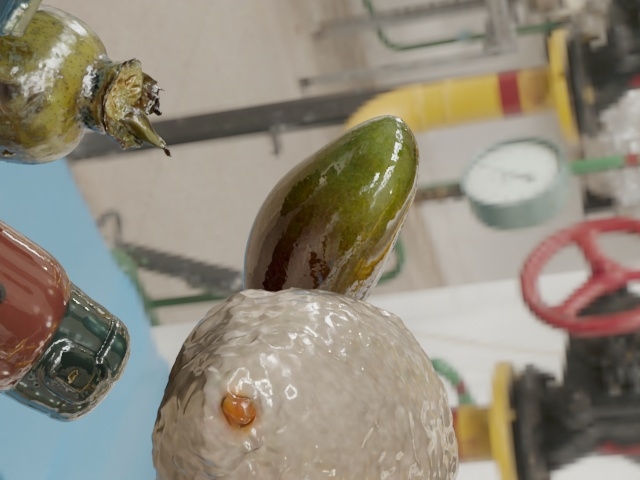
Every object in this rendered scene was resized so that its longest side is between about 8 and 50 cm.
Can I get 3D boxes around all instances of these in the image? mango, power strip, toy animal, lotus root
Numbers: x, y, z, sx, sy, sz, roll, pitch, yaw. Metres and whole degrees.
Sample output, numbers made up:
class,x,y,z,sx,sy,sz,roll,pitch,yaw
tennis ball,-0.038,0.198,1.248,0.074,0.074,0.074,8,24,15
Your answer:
class,x,y,z,sx,sy,sz,roll,pitch,yaw
mango,0.000,0.000,1.409,0.267,0.111,0.133,-61,-151,34
power strip,-0.264,-0.214,1.305,0.032,0.056,0.123,7,31,-47
toy animal,-0.007,0.148,1.073,0.358,0.188,0.226,27,58,-70
lotus root,-0.256,-0.139,1.408,0.154,0.278,0.154,13,90,-72

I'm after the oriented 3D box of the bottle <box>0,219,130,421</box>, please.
class,x,y,z,sx,sy,sz,roll,pitch,yaw
bottle,-0.311,0.030,1.352,0.336,0.144,0.144,34,40,-22
